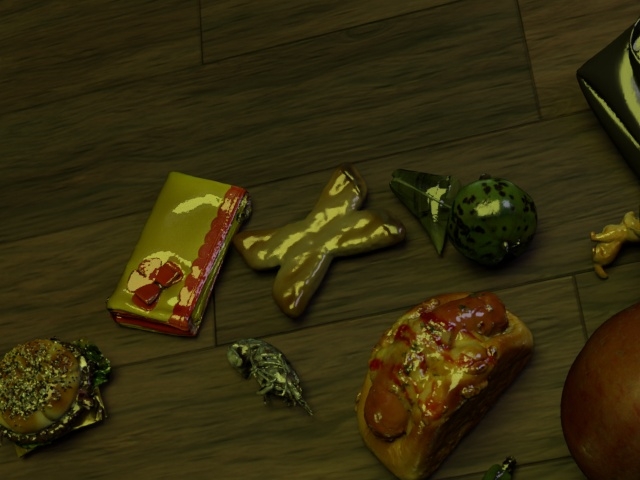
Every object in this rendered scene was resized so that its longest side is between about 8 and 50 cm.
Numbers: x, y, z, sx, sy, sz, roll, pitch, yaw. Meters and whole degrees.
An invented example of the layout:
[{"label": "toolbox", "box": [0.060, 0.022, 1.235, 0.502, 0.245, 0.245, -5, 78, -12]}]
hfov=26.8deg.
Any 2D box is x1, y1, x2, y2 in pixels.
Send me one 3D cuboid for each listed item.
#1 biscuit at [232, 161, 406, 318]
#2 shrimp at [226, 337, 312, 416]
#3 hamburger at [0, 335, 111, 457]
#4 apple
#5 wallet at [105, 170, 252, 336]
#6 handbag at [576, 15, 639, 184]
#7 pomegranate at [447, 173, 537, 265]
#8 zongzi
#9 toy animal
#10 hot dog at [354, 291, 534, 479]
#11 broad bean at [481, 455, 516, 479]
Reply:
[{"label": "biscuit", "box": [-0.001, 0.000, 1.879, 0.208, 0.047, 0.164, -35, 56, -4]}, {"label": "shrimp", "box": [-0.064, 0.182, 1.792, 0.065, 0.056, 0.165, -29, 45, -18]}, {"label": "hamburger", "box": [-0.383, 0.203, 1.861, 0.190, 0.093, 0.164, -33, 56, -4]}, {"label": "apple", "box": [0.400, 0.180, 1.544, 0.254, 0.253, 0.253, -8, 59, 14]}, {"label": "wallet", "box": [-0.201, 0.017, 1.924, 0.141, 0.067, 0.241, 11, 65, 21]}, {"label": "handbag", "box": [0.502, -0.199, 1.749, 0.285, 0.113, 0.257, -36, 62, 26]}, {"label": "pomegranate", "box": [0.227, -0.037, 1.793, 0.122, 0.122, 0.161, -14, 35, 10]}, {"label": "zongzi", "box": [0.135, -0.040, 1.863, 0.104, 0.052, 0.113, 9, 77, 31]}, {"label": "toy animal", "box": [0.393, 0.005, 1.744, 0.083, 0.060, 0.081, -9, 83, 10]}, {"label": "hot dog", "box": [0.148, 0.166, 1.672, 0.150, 0.153, 0.256, 36, 77, 31]}, {"label": "broad bean", "box": [0.228, 0.352, 1.606, 0.061, 0.046, 0.195, -19, 56, 10]}]
